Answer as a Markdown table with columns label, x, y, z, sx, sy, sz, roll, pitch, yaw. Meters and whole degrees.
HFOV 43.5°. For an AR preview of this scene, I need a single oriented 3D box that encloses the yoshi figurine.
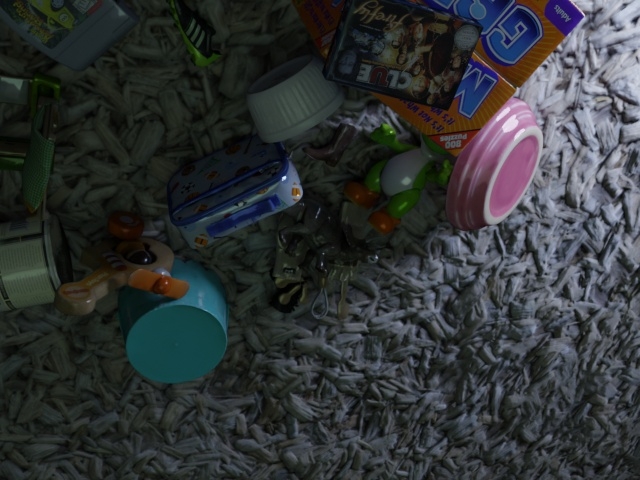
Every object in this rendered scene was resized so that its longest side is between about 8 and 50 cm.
| label | x | y | z | sx | sy | sz | roll | pitch | yaw |
| --- | --- | --- | --- | --- | --- | --- | --- | --- | --- |
| yoshi figurine | 0.221 | -0.189 | 1.857 | 0.362 | 0.203 | 0.203 | -44 | 114 | 11 |

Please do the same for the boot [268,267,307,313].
| label | x | y | z | sx | sy | sz | roll | pitch | yaw |
| --- | --- | --- | --- | --- | --- | --- | --- | --- | --- |
| boot | -0.100 | 0.131 | 2.065 | 0.121 | 0.045 | 0.099 | 24 | 114 | -28 |

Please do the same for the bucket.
| label | x | y | z | sx | sy | sz | roll | pitch | yaw |
| --- | --- | --- | --- | --- | --- | --- | --- | --- | --- |
| bucket | -0.356 | 0.203 | 1.965 | 0.281 | 0.183 | 0.281 | -6 | 122 | -10 |

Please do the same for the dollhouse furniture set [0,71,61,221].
| label | x | y | z | sx | sy | sz | roll | pitch | yaw |
| --- | --- | --- | --- | --- | --- | --- | --- | --- | --- |
| dollhouse furniture set | -0.605 | -0.193 | 1.591 | 0.151 | 0.301 | 0.198 | 5 | 122 | -19 |

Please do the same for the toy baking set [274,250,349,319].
| label | x | y | z | sx | sy | sz | roll | pitch | yaw |
| --- | --- | --- | --- | --- | --- | --- | --- | --- | --- |
| toy baking set | -0.007 | 0.097 | 2.048 | 0.256 | 0.030 | 0.197 | 27 | 97 | -27 |

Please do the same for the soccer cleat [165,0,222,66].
| label | x | y | z | sx | sy | sz | roll | pitch | yaw |
| --- | --- | --- | --- | --- | --- | --- | --- | --- | --- |
| soccer cleat | -0.263 | -0.446 | 1.667 | 0.072 | 0.060 | 0.179 | -28 | 130 | -6 |

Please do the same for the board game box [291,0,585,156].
| label | x | y | z | sx | sy | sz | roll | pitch | yaw |
| --- | --- | --- | --- | --- | --- | --- | --- | --- | --- |
| board game box | 0.212 | -0.459 | 1.584 | 0.356 | 0.356 | 0.356 | 32 | 110 | -27 |

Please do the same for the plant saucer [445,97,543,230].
| label | x | y | z | sx | sy | sz | roll | pitch | yaw |
| --- | --- | --- | --- | --- | --- | --- | --- | --- | --- |
| plant saucer | 0.418 | -0.163 | 1.871 | 0.332 | 0.084 | 0.332 | -36 | 142 | -34 |

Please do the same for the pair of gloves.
| label | x | y | z | sx | sy | sz | roll | pitch | yaw |
| --- | --- | --- | --- | --- | --- | --- | --- | --- | --- |
| pair of gloves | 0.000 | 0.000 | 1.978 | 0.240 | 0.042 | 0.204 | 2 | 97 | -19 |

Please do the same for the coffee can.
| label | x | y | z | sx | sy | sz | roll | pitch | yaw |
| --- | --- | --- | --- | --- | --- | --- | --- | --- | --- |
| coffee can | -0.712 | 0.061 | 1.784 | 0.275 | 0.201 | 0.202 | -10 | 123 | -7 |

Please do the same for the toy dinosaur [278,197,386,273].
| label | x | y | z | sx | sy | sz | roll | pitch | yaw |
| --- | --- | --- | --- | --- | --- | --- | --- | --- | --- |
| toy dinosaur | -0.013 | -0.023 | 1.904 | 0.313 | 0.121 | 0.160 | 40 | 68 | -11 |

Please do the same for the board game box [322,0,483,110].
| label | x | y | z | sx | sy | sz | roll | pitch | yaw |
| --- | --- | --- | --- | --- | --- | --- | --- | --- | --- |
| board game box | 0.143 | -0.334 | 1.407 | 0.243 | 0.042 | 0.165 | 10 | 119 | -18 |

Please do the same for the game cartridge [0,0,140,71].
| label | x | y | z | sx | sy | sz | roll | pitch | yaw |
| --- | --- | --- | --- | --- | --- | --- | --- | --- | --- |
| game cartridge | -0.528 | -0.475 | 1.569 | 0.196 | 0.060 | 0.294 | -33 | 126 | 22 |

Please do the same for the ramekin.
| label | x | y | z | sx | sy | sz | roll | pitch | yaw |
| --- | --- | --- | --- | --- | --- | --- | --- | --- | --- |
| ramekin | -0.061 | -0.309 | 1.712 | 0.207 | 0.207 | 0.109 | -28 | 114 | 5 |

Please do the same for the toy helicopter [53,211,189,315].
| label | x | y | z | sx | sy | sz | roll | pitch | yaw |
| --- | --- | --- | --- | --- | --- | --- | --- | --- | --- |
| toy helicopter | -0.440 | 0.083 | 1.763 | 0.235 | 0.355 | 0.140 | 25 | 117 | 12 |

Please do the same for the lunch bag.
| label | x | y | z | sx | sy | sz | roll | pitch | yaw |
| --- | --- | --- | --- | --- | --- | --- | --- | --- | --- |
| lunch bag | -0.188 | -0.115 | 1.772 | 0.303 | 0.243 | 0.115 | -26 | 124 | 5 |

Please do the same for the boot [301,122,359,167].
| label | x | y | z | sx | sy | sz | roll | pitch | yaw |
| --- | --- | --- | --- | --- | --- | --- | --- | --- | --- |
| boot | 0.024 | -0.235 | 1.870 | 0.106 | 0.037 | 0.114 | 17 | 120 | -36 |
